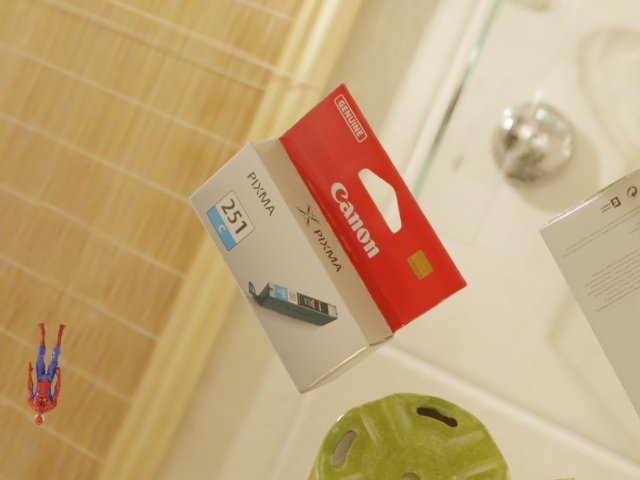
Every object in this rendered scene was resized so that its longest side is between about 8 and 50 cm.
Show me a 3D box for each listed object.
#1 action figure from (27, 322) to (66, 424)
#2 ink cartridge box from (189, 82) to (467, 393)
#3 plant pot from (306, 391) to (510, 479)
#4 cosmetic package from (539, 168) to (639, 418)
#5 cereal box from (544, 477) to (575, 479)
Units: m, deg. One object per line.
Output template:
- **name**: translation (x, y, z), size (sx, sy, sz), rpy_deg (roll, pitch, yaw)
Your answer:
- **action figure**: translation (-0.307, 0.149, 1.567), size (0.030, 0.038, 0.115), rpy_deg (117, 157, -71)
- **ink cartridge box**: translation (0.000, 0.000, 1.717), size (0.261, 0.296, 0.066), rpy_deg (-38, -12, 37)
- **plant pot**: translation (0.078, 0.288, 1.366), size (0.276, 0.276, 0.254), rpy_deg (-47, -21, -32)
- **cosmetic package**: translation (0.435, 0.109, 1.672), size (0.155, 0.365, 0.197), rpy_deg (-32, -18, 24)
- **cereal box**: translation (0.333, 0.462, 1.869), size (0.173, 0.047, 0.240), rpy_deg (91, 172, -48)
